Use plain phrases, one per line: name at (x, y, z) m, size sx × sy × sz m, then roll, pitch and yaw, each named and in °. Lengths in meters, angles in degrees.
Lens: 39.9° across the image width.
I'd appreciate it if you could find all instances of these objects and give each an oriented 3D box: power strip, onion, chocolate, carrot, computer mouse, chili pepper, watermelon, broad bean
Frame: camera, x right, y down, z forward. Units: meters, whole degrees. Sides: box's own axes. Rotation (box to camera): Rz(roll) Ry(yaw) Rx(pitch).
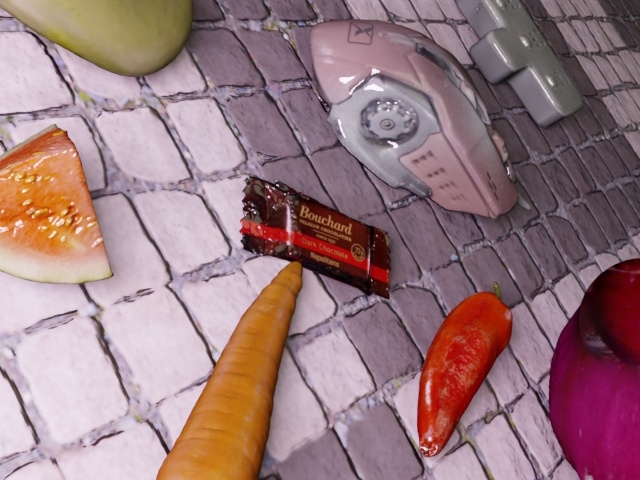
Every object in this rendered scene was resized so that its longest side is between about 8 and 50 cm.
power strip at (0.300, -0.296, 1.377) m, size 0.265 × 0.059 × 0.194 m, roll 57°, pitch 37°, yaw 2°
onion at (0.444, 0.224, 0.974) m, size 0.398 × 0.398 × 0.420 m, roll -52°, pitch 145°, yaw -52°
chocolate at (0.000, 0.000, 0.851) m, size 0.182 × 0.028 × 0.086 m, roll 21°, pitch 56°, yaw -35°
carrot at (-0.060, 0.113, 0.671) m, size 0.069 × 0.069 × 0.336 m, roll 41°, pitch 36°, yaw -17°
computer mouse at (0.146, -0.140, 1.048) m, size 0.389 × 0.115 × 0.199 m, roll 33°, pitch 45°, yaw -25°
chili pepper at (0.149, 0.114, 0.900) m, size 0.071 × 0.063 × 0.272 m, roll 40°, pitch 40°, yaw 1°
watermelon at (-0.194, -0.043, 0.619) m, size 0.125 × 0.094 × 0.135 m, roll 18°, pitch 45°, yaw -28°
broad bean at (-0.210, -0.247, 0.737) m, size 0.263 × 0.121 × 0.189 m, roll 33°, pitch 46°, yaw -29°
